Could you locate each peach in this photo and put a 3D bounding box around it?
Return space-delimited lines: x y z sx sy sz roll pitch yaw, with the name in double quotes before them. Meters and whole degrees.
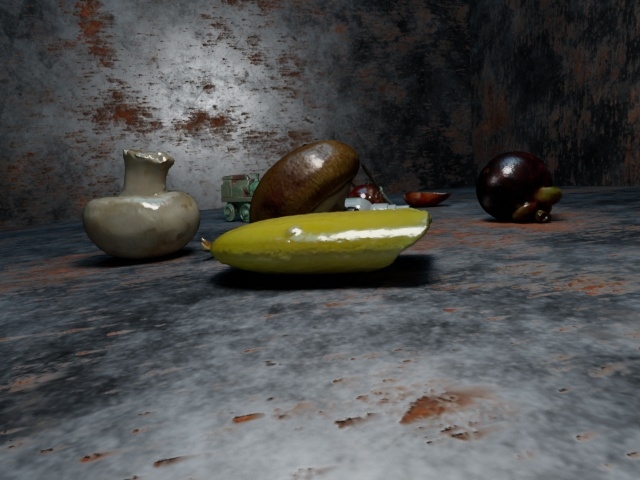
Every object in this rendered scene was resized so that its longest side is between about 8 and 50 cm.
"peach" 0.520 -0.196 2.098 0.189 0.068 0.279 0 4 -28

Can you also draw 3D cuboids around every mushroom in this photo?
"mushroom" -0.476 -0.098 1.158 0.298 0.289 0.297 -3 8 0
"mushroom" -0.010 -0.101 1.133 0.345 0.260 0.345 -47 -5 -5

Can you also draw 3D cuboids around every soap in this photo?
"soap" 0.001 0.003 0.845 0.428 0.115 0.306 -3 11 18

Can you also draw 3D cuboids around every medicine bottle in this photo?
"medicine bottle" 0.100 -0.078 1.350 0.352 0.110 0.110 -1 9 18

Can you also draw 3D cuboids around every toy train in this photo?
"toy train" -0.350 -0.203 2.051 0.304 0.221 0.150 5 10 42

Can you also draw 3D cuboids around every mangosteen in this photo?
"mangosteen" 0.131 -0.119 1.492 0.181 0.145 0.156 2 13 35
"mangosteen" 0.611 -0.148 1.336 0.228 0.228 0.265 -8 50 -25

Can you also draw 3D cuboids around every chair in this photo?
"chair" 0.188 -0.161 1.840 0.160 0.319 0.186 2 55 46

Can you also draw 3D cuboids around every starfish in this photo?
"starfish" -0.255 0.009 1.180 0.138 0.050 0.247 -7 2 -15
